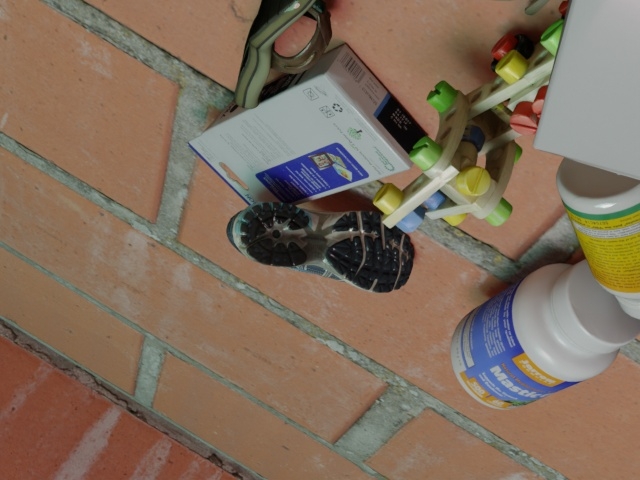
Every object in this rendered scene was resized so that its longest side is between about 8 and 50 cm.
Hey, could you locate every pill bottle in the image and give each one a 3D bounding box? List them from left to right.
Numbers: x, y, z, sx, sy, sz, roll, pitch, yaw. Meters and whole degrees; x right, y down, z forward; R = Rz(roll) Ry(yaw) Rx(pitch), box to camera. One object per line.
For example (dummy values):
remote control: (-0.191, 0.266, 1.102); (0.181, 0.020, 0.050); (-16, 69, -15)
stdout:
pill bottle: (0.293, 0.120, 1.304); (0.152, 0.152, 0.272); (35, 151, -5)
pill bottle: (0.342, -0.011, 1.096); (0.117, 0.118, 0.208); (5, 141, 39)

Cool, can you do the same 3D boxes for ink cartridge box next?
ink cartridge box: (-0.028, -0.132, 1.318); (0.165, 0.065, 0.332); (45, 147, -22)

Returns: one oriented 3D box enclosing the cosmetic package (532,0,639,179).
cosmetic package: (0.268, -0.236, 0.670); (0.156, 0.217, 0.385); (17, 146, 13)

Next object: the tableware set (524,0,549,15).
tableware set: (0.191, -0.278, 0.906); (0.128, 0.039, 0.194); (15, 161, -19)

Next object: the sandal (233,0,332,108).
sandal: (-0.033, -0.237, 1.133); (0.086, 0.120, 0.303); (18, 162, -8)

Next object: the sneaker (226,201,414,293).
sneaker: (0.000, 0.000, 1.416); (0.283, 0.110, 0.122); (16, 176, -25)

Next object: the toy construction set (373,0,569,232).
toy construction set: (0.209, -0.113, 0.965); (0.327, 0.215, 0.151); (-7, 134, 48)
